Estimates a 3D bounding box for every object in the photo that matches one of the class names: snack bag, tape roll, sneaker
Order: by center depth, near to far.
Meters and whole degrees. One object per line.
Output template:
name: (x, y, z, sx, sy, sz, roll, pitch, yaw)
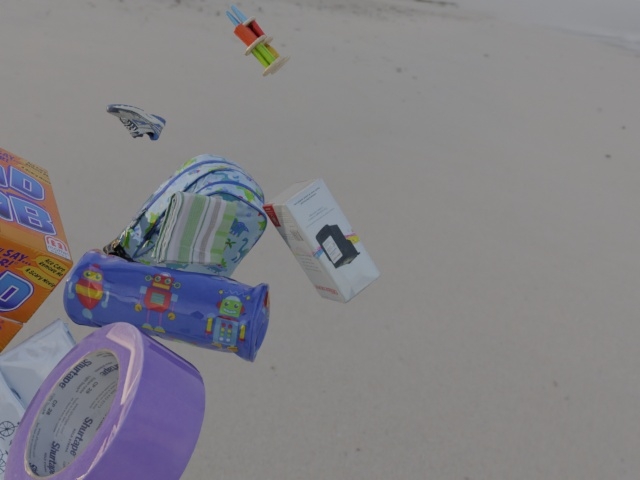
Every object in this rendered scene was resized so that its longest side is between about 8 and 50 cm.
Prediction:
tape roll: (-0.203, 0.177, 0.704, 0.080, 0.189, 0.189, 43, -4, -32)
sneaker: (-0.380, -0.241, 1.538, 0.135, 0.058, 0.052, 17, -4, -44)
snack bag: (-0.605, 0.385, 1.571, 0.342, 0.323, 0.037, -34, 11, -25)

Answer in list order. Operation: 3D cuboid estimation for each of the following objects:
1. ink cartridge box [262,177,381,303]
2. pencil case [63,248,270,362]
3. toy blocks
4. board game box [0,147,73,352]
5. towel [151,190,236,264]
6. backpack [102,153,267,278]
ink cartridge box: (0.000, 0.000, 1.134, 0.072, 0.175, 0.127, -36, 12, -15)
pencil case: (-0.223, 0.096, 1.118, 0.306, 0.119, 0.133, 11, -17, 7)
toy blocks: (-0.130, -0.383, 1.410, 0.148, 0.054, 0.123, 47, 16, -5)
board game box: (-0.790, 0.004, 1.539, 0.356, 0.356, 0.356, 29, 20, -43)
towel: (-0.189, -0.015, 1.159, 0.023, 0.113, 0.152, 23, 8, 30)
backpack: (-0.285, -0.028, 1.761, 0.290, 0.355, 0.273, 38, -7, -31)
